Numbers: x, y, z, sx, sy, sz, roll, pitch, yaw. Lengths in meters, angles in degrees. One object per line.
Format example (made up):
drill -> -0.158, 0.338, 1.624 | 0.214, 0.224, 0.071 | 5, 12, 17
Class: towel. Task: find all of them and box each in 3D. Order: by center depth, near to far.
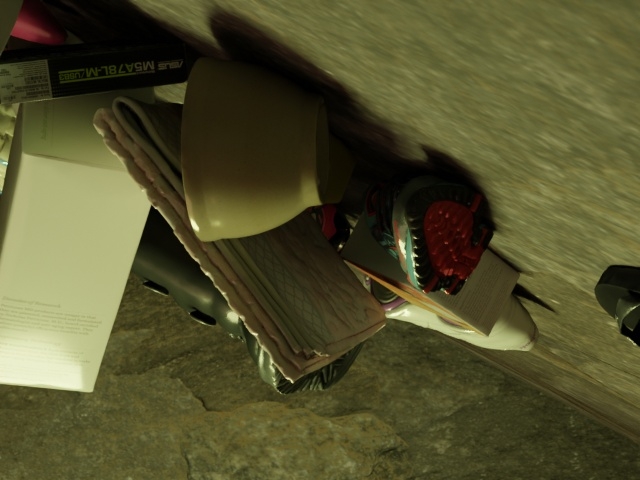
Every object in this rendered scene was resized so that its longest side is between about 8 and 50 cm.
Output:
towel -> -0.070, -0.016, 1.215 | 0.332, 0.053, 0.317 | 52, -166, 6

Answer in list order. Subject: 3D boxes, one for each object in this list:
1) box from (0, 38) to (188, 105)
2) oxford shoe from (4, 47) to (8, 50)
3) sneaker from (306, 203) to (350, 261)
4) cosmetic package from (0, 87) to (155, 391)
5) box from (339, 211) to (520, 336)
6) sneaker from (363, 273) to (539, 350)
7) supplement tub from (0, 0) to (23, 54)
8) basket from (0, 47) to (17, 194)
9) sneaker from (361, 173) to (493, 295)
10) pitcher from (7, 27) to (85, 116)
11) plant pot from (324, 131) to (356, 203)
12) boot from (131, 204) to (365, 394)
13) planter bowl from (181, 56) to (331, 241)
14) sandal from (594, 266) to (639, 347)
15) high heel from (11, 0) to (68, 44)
box -> -0.251, -0.170, 1.132 | 0.191, 0.045, 0.184 | -12, -167, -27
oxford shoe -> -0.382, -0.187, 1.612 | 0.271, 0.098, 0.097 | 30, 172, -23
sneaker -> 0.000, 0.000, 1.725 | 0.112, 0.121, 0.299 | -4, 174, 15
cosmetic package -> -0.305, -0.012, 1.365 | 0.155, 0.365, 0.197 | 8, -141, -18
box -> 0.132, 0.030, 1.370 | 0.130, 0.091, 0.170 | 24, 174, 45
sneaker -> 0.178, 0.094, 1.638 | 0.152, 0.114, 0.305 | 34, 173, -39
supplement tub -> -0.452, -0.236, 0.987 | 0.331, 0.241, 0.241 | 31, 175, -30
basket -> -0.547, -0.189, 1.969 | 0.201, 0.254, 0.289 | 28, 164, -25
sneaker -> 0.087, -0.012, 1.123 | 0.125, 0.104, 0.262 | 29, 175, 16
pitcher -> -0.354, -0.219, 1.463 | 0.178, 0.125, 0.207 | 48, 166, 7
plant pot -> -0.012, -0.076, 1.172 | 0.083, 0.081, 0.081 | 23, 177, -14
boot -> -0.172, 0.030, 1.544 | 0.445, 0.146, 0.367 | 34, 172, 17
planter bowl -> -0.049, -0.079, 1.002 | 0.109, 0.162, 0.162 | 0, 171, 7
sandal -> 0.298, 0.066, 1.011 | 0.097, 0.054, 0.254 | 28, 175, 2
high heel -> -0.400, -0.249, 1.252 | 0.244, 0.117, 0.082 | 31, 159, 7
